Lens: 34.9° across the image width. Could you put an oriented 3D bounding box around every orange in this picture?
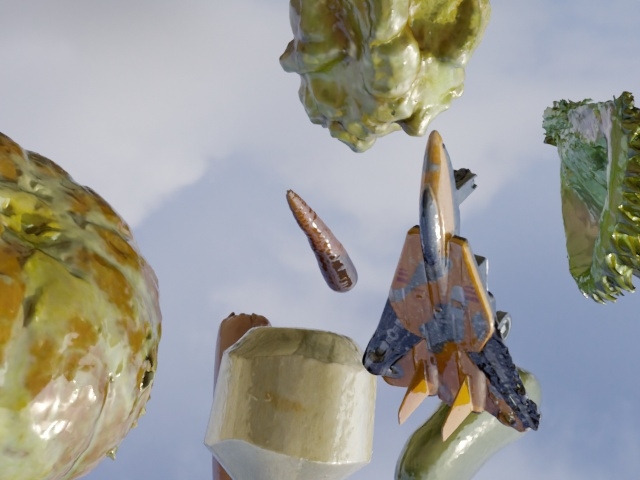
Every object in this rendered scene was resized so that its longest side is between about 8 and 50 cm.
[{"bbox_3d":[-0.284,0.056,0.793,0.329,0.249,0.329,33,-161,-13],"label":"orange"}]

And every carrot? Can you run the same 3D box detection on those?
[{"bbox_3d":[0.000,0.000,1.360,0.048,0.216,0.048,-15,-134,16],"label":"carrot"}]

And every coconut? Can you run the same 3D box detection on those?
[{"bbox_3d":[-0.036,0.214,1.216,0.202,0.221,0.202,7,174,1],"label":"coconut"}]

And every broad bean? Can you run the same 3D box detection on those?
[{"bbox_3d":[0.198,0.251,1.354,0.121,0.189,0.263,28,-127,23],"label":"broad bean"}]

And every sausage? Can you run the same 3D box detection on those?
[{"bbox_3d":[-0.109,0.243,1.423,0.086,0.288,0.086,1,-178,0],"label":"sausage"}]

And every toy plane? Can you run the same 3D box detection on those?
[{"bbox_3d":[0.122,0.035,0.973,0.204,0.316,0.103,16,-150,33],"label":"toy plane"}]

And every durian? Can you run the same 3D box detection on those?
[{"bbox_3d":[0.150,-0.030,0.503,0.086,0.100,0.215,-27,178,5],"label":"durian"}]

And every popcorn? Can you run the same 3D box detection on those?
[{"bbox_3d":[0.086,-0.275,1.295,0.279,0.335,0.274,-26,-116,-38],"label":"popcorn"}]
